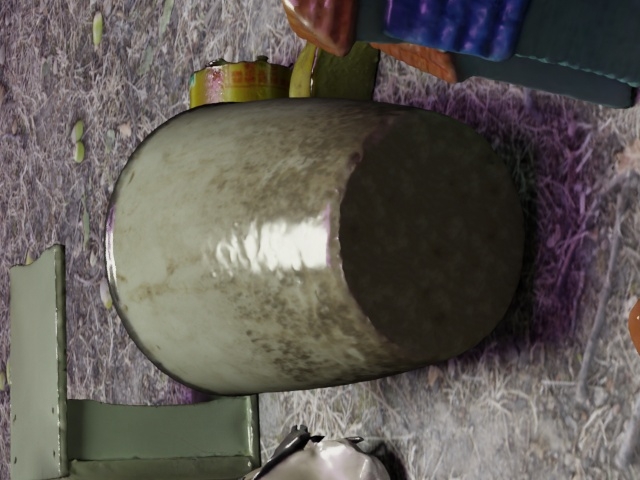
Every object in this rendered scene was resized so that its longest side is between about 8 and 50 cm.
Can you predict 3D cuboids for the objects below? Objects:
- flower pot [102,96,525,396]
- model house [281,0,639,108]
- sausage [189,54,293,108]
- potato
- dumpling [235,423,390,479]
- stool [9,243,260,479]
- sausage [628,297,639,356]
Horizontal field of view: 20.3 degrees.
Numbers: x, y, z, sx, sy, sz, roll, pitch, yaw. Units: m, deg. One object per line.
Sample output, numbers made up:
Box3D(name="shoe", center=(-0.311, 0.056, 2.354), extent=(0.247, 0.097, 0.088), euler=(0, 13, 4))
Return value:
Box3D(name="flower pot", center=(0.000, 0.000, 1.641), extent=(0.330, 0.294, 0.293), euler=(-6, 82, 56))
Box3D(name="model house", center=(0.100, -0.250, 1.436), extent=(0.295, 0.329, 0.251), euler=(37, 123, 55))
Box3D(name="sausage", center=(-0.089, -0.038, 1.980), extent=(0.125, 0.117, 0.317), euler=(142, 129, -82))
Box3D(name="potato", center=(0.000, -0.191, 1.870), extent=(0.120, 0.081, 0.149), euler=(28, 112, 57))
Box3D(name="dumpling", center=(-0.033, 0.321, 1.800), extent=(0.293, 0.163, 0.204), euler=(-45, 44, 36))
Box3D(name="stool", center=(-0.218, 0.150, 2.062), extent=(0.170, 0.244, 0.269), euler=(-20, 70, 59))
Box3D(name="sausage", center=(0.330, 0.114, 1.231), extent=(0.326, 0.079, 0.087), euler=(42, 112, 54))
